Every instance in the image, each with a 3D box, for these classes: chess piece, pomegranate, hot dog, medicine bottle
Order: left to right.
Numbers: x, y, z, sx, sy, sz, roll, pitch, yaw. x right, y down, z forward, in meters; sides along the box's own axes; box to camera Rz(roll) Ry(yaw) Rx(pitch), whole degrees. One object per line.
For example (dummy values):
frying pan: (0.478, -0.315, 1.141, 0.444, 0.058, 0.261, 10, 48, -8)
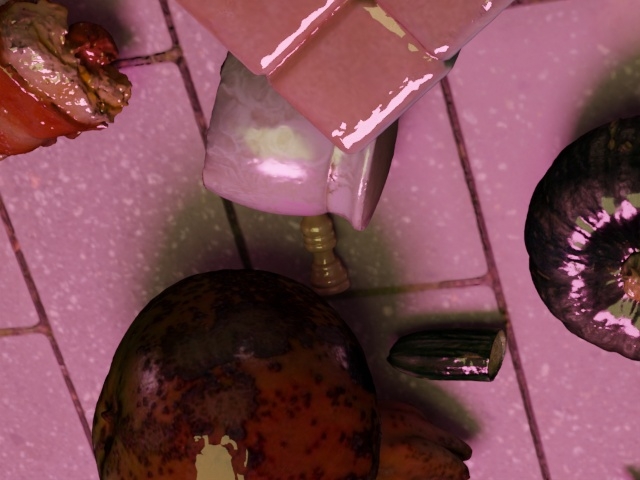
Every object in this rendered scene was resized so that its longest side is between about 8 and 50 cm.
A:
hot dog: (-0.259, -0.138, 1.573, 0.213, 0.103, 0.146, -11, 137, 33)
pomegranate: (-0.023, 0.175, 1.599, 0.341, 0.285, 0.285, 10, 127, -22)
medicine bottle: (-0.009, -0.090, 1.485, 0.143, 0.147, 0.147, 14, 122, 6)
chess piece: (0.000, 0.000, 1.603, 0.035, 0.035, 0.092, -4, 114, 20)

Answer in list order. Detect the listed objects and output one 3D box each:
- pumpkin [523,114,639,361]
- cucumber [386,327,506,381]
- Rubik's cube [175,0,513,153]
pumpkin: (0.263, 0.002, 1.445, 0.212, 0.152, 0.211, 6, 134, 7)
cucumber: (0.110, 0.100, 1.617, 0.105, 0.048, 0.048, -1, 118, 22)
Rubik's cube: (0.042, -0.312, 1.237, 0.319, 0.322, 0.316, 43, 124, -10)
